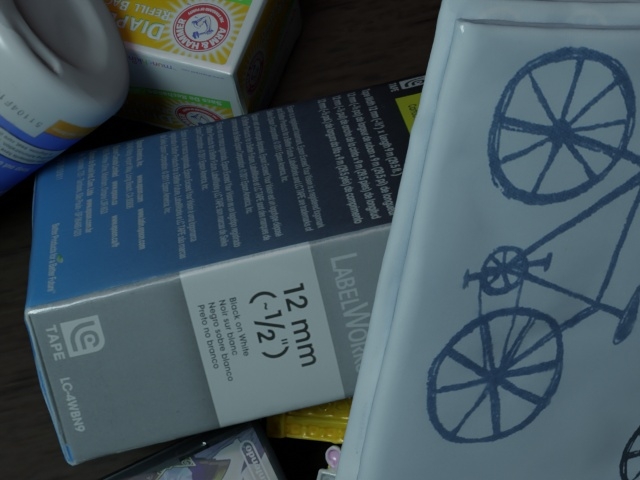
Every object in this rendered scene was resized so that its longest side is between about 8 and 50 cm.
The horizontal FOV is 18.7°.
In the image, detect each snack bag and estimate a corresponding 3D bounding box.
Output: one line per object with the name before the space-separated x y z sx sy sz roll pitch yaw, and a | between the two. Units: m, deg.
snack bag | 0.190 0.013 1.090 0.342 0.323 0.037 -2 30 -22

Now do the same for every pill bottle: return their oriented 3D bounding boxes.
pill bottle | -0.270 -0.078 1.273 0.272 0.152 0.152 -32 60 23

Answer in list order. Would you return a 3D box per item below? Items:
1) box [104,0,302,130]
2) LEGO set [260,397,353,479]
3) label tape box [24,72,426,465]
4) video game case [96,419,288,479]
box | -0.128 -0.156 1.369 0.203 0.103 0.114 14 65 13
LEGO set | 0.065 0.144 1.219 0.287 0.107 0.132 27 103 13
label tape box | 0.000 0.000 1.203 0.348 0.115 0.249 -11 23 -1
video game case | -0.093 0.274 1.141 0.248 0.035 0.275 -25 80 -5
